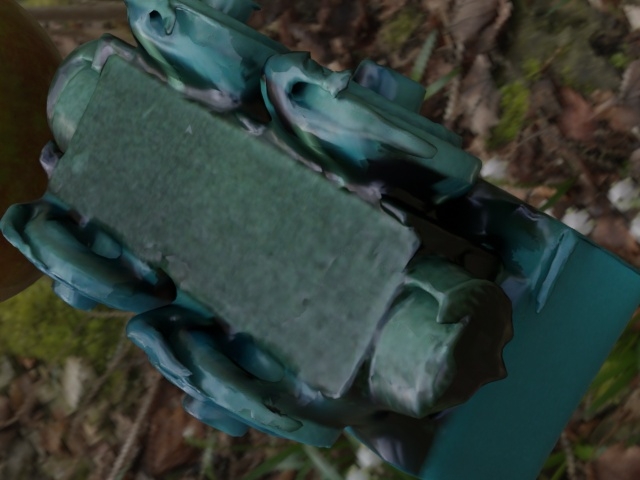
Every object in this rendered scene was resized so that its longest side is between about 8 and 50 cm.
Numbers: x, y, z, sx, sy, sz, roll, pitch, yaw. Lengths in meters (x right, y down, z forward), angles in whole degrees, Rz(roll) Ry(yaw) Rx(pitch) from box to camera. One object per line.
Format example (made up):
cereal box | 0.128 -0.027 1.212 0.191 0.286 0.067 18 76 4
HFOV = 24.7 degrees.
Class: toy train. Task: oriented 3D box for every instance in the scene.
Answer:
toy train | 0.000 0.000 0.448 0.198 0.154 0.107 33 96 43

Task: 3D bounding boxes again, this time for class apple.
apple | -0.280 -0.061 1.007 0.246 0.226 0.246 -1 74 2
